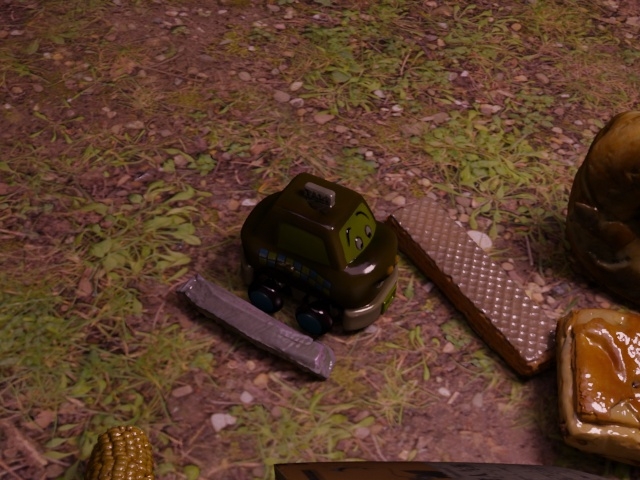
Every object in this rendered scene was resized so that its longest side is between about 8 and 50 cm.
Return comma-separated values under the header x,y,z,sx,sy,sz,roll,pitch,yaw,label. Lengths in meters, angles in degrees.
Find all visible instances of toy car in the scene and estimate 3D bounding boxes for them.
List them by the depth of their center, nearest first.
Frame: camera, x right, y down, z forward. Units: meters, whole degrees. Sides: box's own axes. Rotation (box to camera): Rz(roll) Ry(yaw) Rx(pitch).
x,y,z,sx,sy,sz,roll,pitch,yaw,label
0.000,0.000,1.345,0.248,0.198,0.204,23,48,17,toy car

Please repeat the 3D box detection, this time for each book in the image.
x,y,z,sx,sy,sz,roll,pitch,yaw,label
0.146,0.283,1.045,0.389,0.269,0.032,2,81,-9,book

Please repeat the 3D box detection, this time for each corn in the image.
x,y,z,sx,sy,sz,roll,pitch,yaw,label
-0.243,0.358,1.052,0.101,0.101,0.310,3,45,-1,corn

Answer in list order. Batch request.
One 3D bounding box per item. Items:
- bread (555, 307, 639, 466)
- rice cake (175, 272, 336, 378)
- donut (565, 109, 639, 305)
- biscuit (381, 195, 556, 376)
x,y,z,sx,sy,sz,roll,pitch,yaw,label
0.437,0.198,1.218,0.235,0.099,0.210,14,53,-5,bread
-0.096,0.125,1.323,0.270,0.049,0.055,25,71,20,rice cake
0.533,-0.041,1.335,0.360,0.360,0.170,25,50,20,donut
0.233,0.060,1.401,0.094,0.054,0.378,-22,51,-23,biscuit
